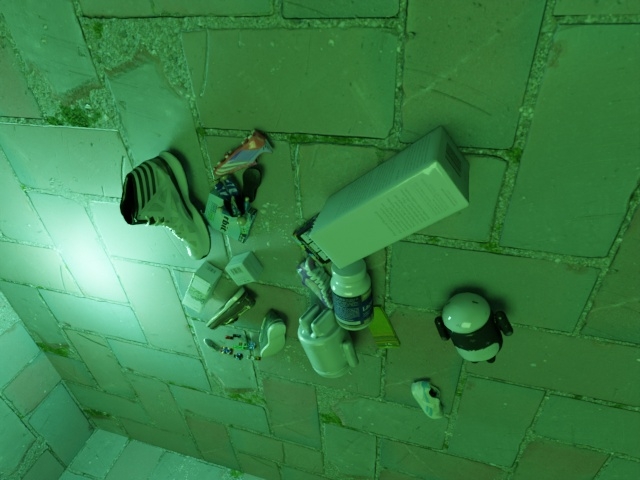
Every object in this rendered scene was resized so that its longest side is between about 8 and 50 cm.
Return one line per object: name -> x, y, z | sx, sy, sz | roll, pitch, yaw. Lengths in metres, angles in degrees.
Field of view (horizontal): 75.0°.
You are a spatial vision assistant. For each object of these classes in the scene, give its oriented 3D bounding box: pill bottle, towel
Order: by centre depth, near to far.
pill bottle -> 0.117, 0.195, 1.562 | 0.153, 0.153, 0.265 | 4, 127, 18
towel -> 0.246, 0.362, 1.728 | 0.102, 0.021, 0.237 | -13, 120, 27

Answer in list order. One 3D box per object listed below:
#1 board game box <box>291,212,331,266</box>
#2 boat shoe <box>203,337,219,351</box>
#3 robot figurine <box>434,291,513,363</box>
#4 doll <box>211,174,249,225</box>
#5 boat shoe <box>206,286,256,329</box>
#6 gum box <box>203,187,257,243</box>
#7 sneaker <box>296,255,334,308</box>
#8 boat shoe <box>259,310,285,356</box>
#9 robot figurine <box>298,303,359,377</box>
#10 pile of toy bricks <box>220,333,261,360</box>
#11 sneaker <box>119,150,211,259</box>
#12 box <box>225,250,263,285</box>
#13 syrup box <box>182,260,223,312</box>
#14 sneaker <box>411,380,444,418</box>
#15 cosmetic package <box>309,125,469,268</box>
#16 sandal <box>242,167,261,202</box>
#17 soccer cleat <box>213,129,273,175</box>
board game box -> 0.000, 0.000, 1.526 | 0.141, 0.048, 0.170 | -33, 109, 34
boat shoe -> -0.576, 0.548, 2.175 | 0.035, 0.035, 0.100 | -29, 119, 32
robot figurine -> 0.542, 0.311, 1.483 | 0.209, 0.173, 0.278 | -32, 115, -2
doll -> -0.319, -0.138, 1.500 | 0.129, 0.046, 0.189 | -22, 106, 15
boat shoe -> -0.410, 0.330, 1.894 | 0.096, 0.117, 0.324 | 41, 123, -9
gum box -> -0.348, -0.091, 1.591 | 0.184, 0.041, 0.157 | 27, 130, -1
sneaker -> -0.016, 0.167, 1.639 | 0.104, 0.095, 0.236 | -16, 114, 37
boat shoe -> -0.231, 0.441, 1.943 | 0.099, 0.116, 0.320 | 57, 148, 31
robot figurine -> 0.031, 0.432, 1.745 | 0.299, 0.199, 0.354 | 15, 136, 47
pile of toy bricks -> -0.374, 0.526, 2.045 | 0.212, 0.118, 0.105 | 3, 166, 25
sneaker -> -0.584, -0.075, 1.531 | 0.169, 0.257, 0.448 | 12, 128, 36
box -> -0.311, 0.114, 1.704 | 0.101, 0.087, 0.102 | -17, 119, 30
syrup box -> -0.526, 0.210, 1.853 | 0.093, 0.096, 0.237 | 32, 131, -2
sneaker -> 0.499, 0.717, 1.863 | 0.092, 0.087, 0.229 | -25, 116, 32
cosmetic package -> 0.201, -0.116, 1.243 | 0.453, 0.230, 0.161 | -29, 113, 36
sandal -> -0.242, -0.203, 1.474 | 0.067, 0.040, 0.179 | 32, 145, 2
soccer cleat -> -0.266, -0.271, 1.401 | 0.248, 0.083, 0.095 | -31, 115, 33
